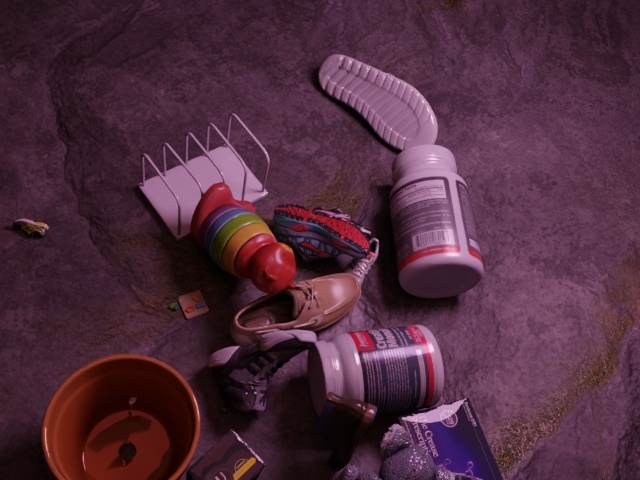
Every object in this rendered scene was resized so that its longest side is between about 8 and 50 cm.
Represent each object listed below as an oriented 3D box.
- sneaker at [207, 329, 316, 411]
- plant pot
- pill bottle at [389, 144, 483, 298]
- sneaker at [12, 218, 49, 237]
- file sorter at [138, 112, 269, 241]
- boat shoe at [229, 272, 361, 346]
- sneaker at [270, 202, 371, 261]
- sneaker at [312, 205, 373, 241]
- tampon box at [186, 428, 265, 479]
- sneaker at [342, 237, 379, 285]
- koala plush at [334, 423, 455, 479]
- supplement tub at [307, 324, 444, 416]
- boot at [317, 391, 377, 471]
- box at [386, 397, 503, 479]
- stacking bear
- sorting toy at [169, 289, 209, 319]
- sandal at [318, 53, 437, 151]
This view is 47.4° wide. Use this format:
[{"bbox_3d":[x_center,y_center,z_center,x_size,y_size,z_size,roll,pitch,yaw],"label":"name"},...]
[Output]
[{"bbox_3d":[-0.118,0.292,1.599,0.269,0.101,0.153,-20,71,21],"label":"sneaker"},{"bbox_3d":[-0.392,0.399,1.459,0.291,0.203,0.291,6,58,-9],"label":"plant pot"},{"bbox_3d":[0.287,-0.053,1.869,0.210,0.210,0.363,3,58,-10],"label":"pill bottle"},{"bbox_3d":[-0.701,-0.029,1.758,0.083,0.031,0.035,8,58,-7],"label":"sneaker"},{"bbox_3d":[-0.294,-0.169,1.844,0.278,0.173,0.193,-30,68,-25],"label":"file sorter"},{"bbox_3d":[-0.049,0.158,1.720,0.341,0.110,0.121,-23,69,-19],"label":"boat shoe"},{"bbox_3d":[0.000,0.000,1.836,0.262,0.125,0.104,22,30,12],"label":"sneaker"},{"bbox_3d":[0.054,-0.049,1.902,0.178,0.072,0.077,17,56,-2],"label":"sneaker"},{"bbox_3d":[-0.196,0.477,1.475,0.101,0.161,0.120,43,61,13],"label":"tampon box"},{"bbox_3d":[0.102,0.059,1.842,0.057,0.075,0.161,30,58,8],"label":"sneaker"},{"bbox_3d":[0.147,0.502,1.467,0.221,0.203,0.196,-45,76,-2],"label":"koala plush"},{"bbox_3d":[0.121,0.295,1.634,0.272,0.191,0.191,-5,60,-15],"label":"supplement tub"},{"bbox_3d":[0.036,0.400,1.542,0.106,0.219,0.082,25,37,2],"label":"boot"},{"bbox_3d":[0.282,0.501,1.598,0.184,0.103,0.261,-10,62,-20],"label":"box"},{"bbox_3d":[-0.167,0.017,1.713,0.289,0.175,0.164,39,90,37],"label":"stacking bear"},{"bbox_3d":[-0.315,0.156,1.735,0.083,0.012,0.062,-19,65,-22],"label":"sorting toy"},{"bbox_3d":[0.181,-0.411,2.124,0.416,0.169,0.102,41,20,14],"label":"sandal"}]
